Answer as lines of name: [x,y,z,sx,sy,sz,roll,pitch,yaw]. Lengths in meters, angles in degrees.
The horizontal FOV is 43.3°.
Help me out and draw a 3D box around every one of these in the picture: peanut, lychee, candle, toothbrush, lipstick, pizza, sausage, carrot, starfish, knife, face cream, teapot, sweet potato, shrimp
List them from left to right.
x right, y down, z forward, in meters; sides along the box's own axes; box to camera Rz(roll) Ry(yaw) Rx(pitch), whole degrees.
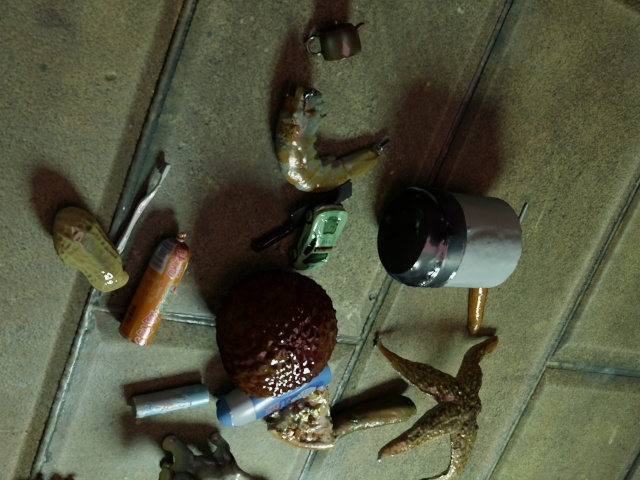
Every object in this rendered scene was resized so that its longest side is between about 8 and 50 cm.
peanut: [-0.418,0.023,1.459,0.093,0.083,0.194,-41,128,-22]
toothbrush: [-0.334,-0.058,1.505,0.017,0.022,0.204,20,105,-52]
sausage: [-0.314,0.087,1.561,0.071,0.071,0.234,18,105,-35]
lipstick: [-0.317,0.338,1.706,0.158,0.048,0.048,-7,118,-27]
face cream: [-0.107,0.332,1.781,0.264,0.083,0.149,-23,162,-17]
lychee: [-0.091,0.188,1.641,0.260,0.260,0.260,-13,121,-24]
knife: [-0.037,-0.051,1.663,0.245,0.019,0.072,-31,156,-12]
pizza: [-0.021,0.396,1.888,0.185,0.052,0.195,17,94,-16]
shrimp: [0.008,-0.178,1.609,0.287,0.068,0.185,27,103,-39]
teapot: [0.027,-0.379,1.515,0.121,0.076,0.068,-10,113,9]
sweet potato: [0.112,0.439,1.994,0.273,0.075,0.075,-12,120,-21]
starfish: [0.289,0.400,1.976,0.384,0.132,0.398,14,79,-26]
candle: [0.307,0.002,1.780,0.342,0.221,0.221,6,112,-33]
carrot: [0.392,0.153,2.017,0.057,0.057,0.224,-15,125,-22]

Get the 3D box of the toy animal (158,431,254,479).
toy animal: [-0.274,0.513,1.757,0.233,0.169,0.121,-1,116,-45]

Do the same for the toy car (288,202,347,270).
toy car: [0.000,0.000,1.685,0.093,0.058,0.186,-3,133,-33]
